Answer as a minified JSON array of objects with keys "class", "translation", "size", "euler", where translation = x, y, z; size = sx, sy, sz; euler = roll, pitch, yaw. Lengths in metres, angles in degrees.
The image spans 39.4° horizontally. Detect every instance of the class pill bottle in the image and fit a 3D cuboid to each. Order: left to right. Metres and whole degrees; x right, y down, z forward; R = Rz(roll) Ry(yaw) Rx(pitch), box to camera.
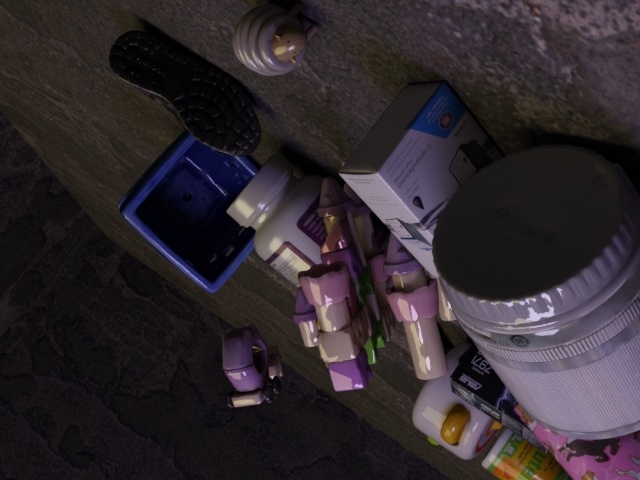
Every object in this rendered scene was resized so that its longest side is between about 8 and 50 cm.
[{"class":"pill bottle","translation":[0.000,0.000,1.463],"size":[0.301,0.169,0.169],"euler":[40,165,-5]},{"class":"pill bottle","translation":[0.469,0.479,1.840],"size":[0.245,0.136,0.136],"euler":[34,164,14]}]

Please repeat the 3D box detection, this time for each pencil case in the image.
[{"class":"pencil case","translation":[0.447,0.315,1.220],"size":[0.386,0.167,0.160],"euler":[50,-171,22]}]

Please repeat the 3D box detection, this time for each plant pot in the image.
[{"class":"plant pot","translation":[-0.237,-0.071,1.702],"size":[0.236,0.236,0.212],"euler":[44,171,-20]}]

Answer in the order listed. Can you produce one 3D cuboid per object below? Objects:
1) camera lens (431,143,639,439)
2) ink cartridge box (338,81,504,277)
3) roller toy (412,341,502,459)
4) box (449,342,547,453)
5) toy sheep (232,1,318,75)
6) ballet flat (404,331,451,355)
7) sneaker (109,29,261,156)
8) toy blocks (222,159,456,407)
[{"class":"camera lens","translation":[0.263,0.062,0.942],"size":[0.219,0.219,0.274],"euler":[20,157,48]},{"class":"ink cartridge box","translation":[0.135,-0.064,1.020],"size":[0.190,0.140,0.082],"euler":[45,162,-26]},{"class":"roller toy","translation":[0.276,0.298,1.651],"size":[0.146,0.191,0.209],"euler":[32,166,24]},{"class":"box","translation":[0.318,0.219,1.410],"size":[0.180,0.147,0.077],"euler":[32,164,23]},{"class":"toy sheep","translation":[-0.060,-0.239,1.060],"size":[0.091,0.091,0.132],"euler":[48,162,-31]},{"class":"ballet flat","translation":[0.220,0.220,1.786],"size":[0.074,0.074,0.203],"euler":[24,160,42]},{"class":"sneaker","translation":[-0.198,-0.230,1.430],"size":[0.283,0.107,0.124],"euler":[39,180,13]},{"class":"toy blocks","translation":[0.022,0.041,1.224],"size":[0.288,0.308,0.260],"euler":[-45,-58,-69]}]
